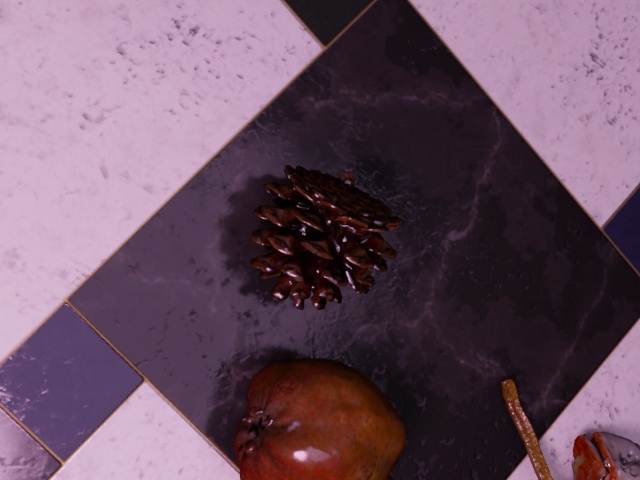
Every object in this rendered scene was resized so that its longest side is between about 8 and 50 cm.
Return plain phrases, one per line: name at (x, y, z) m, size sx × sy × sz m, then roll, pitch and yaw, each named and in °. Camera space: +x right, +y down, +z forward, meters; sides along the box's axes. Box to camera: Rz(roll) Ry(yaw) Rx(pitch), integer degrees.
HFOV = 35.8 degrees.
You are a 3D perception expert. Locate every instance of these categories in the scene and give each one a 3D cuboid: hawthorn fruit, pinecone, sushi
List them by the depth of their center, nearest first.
pinecone at (0.000, 0.000, 1.304) m, size 0.207 × 0.208 × 0.208 m, roll 1°, pitch 88°, yaw -19°
hawthorn fruit at (0.011, 0.266, 1.305) m, size 0.248 × 0.208 × 0.208 m, roll 23°, pitch 81°, yaw -34°
sushi at (0.480, 0.440, 1.487) m, size 0.130 × 0.124 × 0.332 m, roll -17°, pitch 92°, yaw -11°

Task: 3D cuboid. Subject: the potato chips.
potato chips at (0.313, 0.301, 1.466) m, size 0.026 × 0.037 × 0.204 m, roll -20°, pitch 81°, yaw -7°
